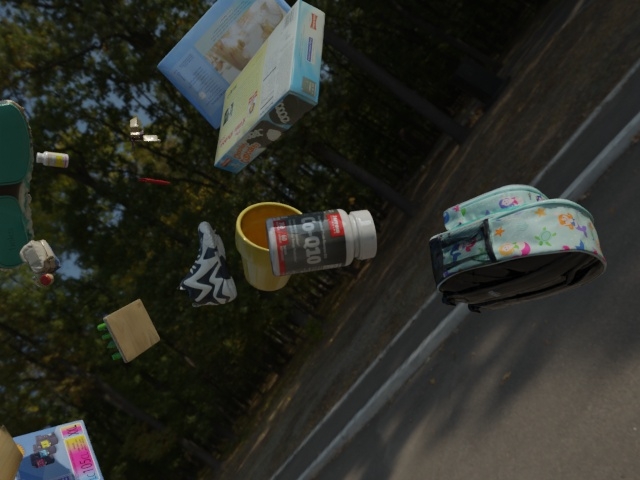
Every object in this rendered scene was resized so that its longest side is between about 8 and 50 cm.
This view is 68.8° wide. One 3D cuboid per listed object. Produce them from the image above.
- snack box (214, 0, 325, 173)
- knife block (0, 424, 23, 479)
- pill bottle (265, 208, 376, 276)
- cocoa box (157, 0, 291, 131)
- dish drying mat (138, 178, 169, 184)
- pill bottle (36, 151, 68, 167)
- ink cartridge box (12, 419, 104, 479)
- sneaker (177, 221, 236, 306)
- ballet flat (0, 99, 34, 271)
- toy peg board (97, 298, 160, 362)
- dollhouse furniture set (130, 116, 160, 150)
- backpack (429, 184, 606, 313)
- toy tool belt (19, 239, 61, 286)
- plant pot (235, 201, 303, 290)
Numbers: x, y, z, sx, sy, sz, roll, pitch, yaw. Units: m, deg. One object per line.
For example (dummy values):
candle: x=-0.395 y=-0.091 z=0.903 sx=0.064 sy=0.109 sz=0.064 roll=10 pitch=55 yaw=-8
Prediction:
snack box: x=-0.107 y=-0.273 z=0.890 sx=0.322 sy=0.060 sz=0.187 roll=-23 pitch=57 yaw=53
knife block: x=-0.622 y=0.445 z=0.860 sx=0.242 sy=0.088 sz=0.276 roll=-20 pitch=10 yaw=21
pill bottle: x=0.000 y=0.000 z=1.279 sx=0.283 sy=0.161 sz=0.161 roll=-9 pitch=-13 yaw=-8
cocoa box: x=-0.204 y=-0.477 z=1.247 sx=0.347 sy=0.231 sz=0.228 roll=-43 pitch=0 yaw=8
dish drying mat: x=-0.443 y=-0.157 z=1.247 sx=0.083 sy=0.032 sz=0.008 roll=2 pitch=-92 yaw=-66
pill bottle: x=-0.831 y=-0.252 z=1.450 sx=0.083 sy=0.043 sz=0.043 roll=2 pitch=-45 yaw=-39
ink cartridge box: x=-0.819 y=0.671 z=1.242 sx=0.395 sy=0.270 sz=0.151 roll=-6 pitch=-63 yaw=-39
sneaker: x=-0.339 y=0.076 z=1.298 sx=0.153 sy=0.235 sz=0.094 roll=-19 pitch=-1 yaw=4
ballet flat: x=-0.769 y=-0.128 z=1.105 sx=0.147 sy=0.146 sz=0.409 roll=-43 pitch=-36 yaw=-71
toy peg board: x=-0.645 y=0.305 z=1.554 sx=0.079 sy=0.161 sz=0.160 roll=-20 pitch=7 yaw=23
dollhouse furniture set: x=-0.521 y=-0.336 z=1.387 sx=0.081 sy=0.114 sz=0.091 roll=-5 pitch=-38 yaw=-21
backpack: x=0.350 y=0.015 z=0.827 sx=0.253 sy=0.225 sz=0.191 roll=-20 pitch=60 yaw=44
toy tool belt: x=-0.485 y=0.039 z=0.828 sx=0.052 sy=0.083 sz=0.051 roll=-31 pitch=-2 yaw=11
plant pot: x=-0.172 y=0.036 z=1.613 sx=0.254 sy=0.254 sz=0.239 roll=-50 pitch=-18 yaw=-46
